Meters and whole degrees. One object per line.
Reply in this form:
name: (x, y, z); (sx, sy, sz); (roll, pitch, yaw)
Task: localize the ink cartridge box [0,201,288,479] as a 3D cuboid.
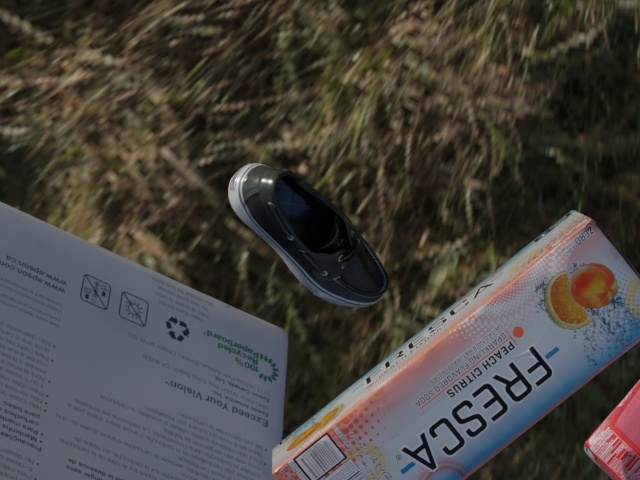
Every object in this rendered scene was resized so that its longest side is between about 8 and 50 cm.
ink cartridge box: (-0.173, 0.133, 1.151); (0.324, 0.330, 0.071); (26, 135, -25)

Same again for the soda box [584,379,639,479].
soda box: (0.302, 0.074, 1.373); (0.083, 0.092, 0.263); (44, 103, 19)

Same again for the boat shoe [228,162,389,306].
boat shoe: (0.000, 0.000, 1.248); (0.142, 0.040, 0.049); (39, 67, -35)

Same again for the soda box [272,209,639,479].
soda box: (0.064, 0.065, 0.893); (0.183, 0.063, 0.058); (-38, 95, 3)

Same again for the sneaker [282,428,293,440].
sneaker: (-0.130, 0.217, 1.643); (0.482, 0.185, 0.202); (-10, 92, -24)
